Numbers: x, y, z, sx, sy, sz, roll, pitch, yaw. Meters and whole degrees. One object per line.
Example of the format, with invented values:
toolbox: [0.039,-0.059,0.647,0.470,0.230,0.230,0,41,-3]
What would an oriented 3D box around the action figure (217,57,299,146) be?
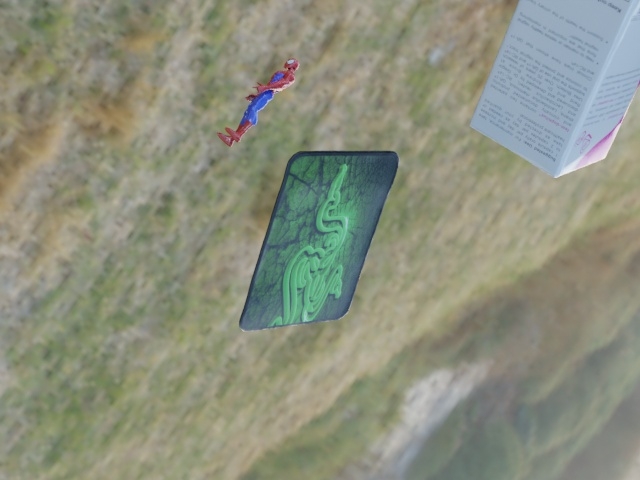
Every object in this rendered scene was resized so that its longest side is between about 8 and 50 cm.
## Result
action figure: [-0.059,-0.144,1.437,0.115,0.030,0.038,-47,-174,-24]

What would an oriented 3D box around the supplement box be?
supplement box: [0.248,-0.186,1.361,0.111,0.114,0.220,-19,136,-52]

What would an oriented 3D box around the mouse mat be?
mouse mat: [0.000,0.000,1.370,0.152,0.007,0.190,-4,121,-45]
